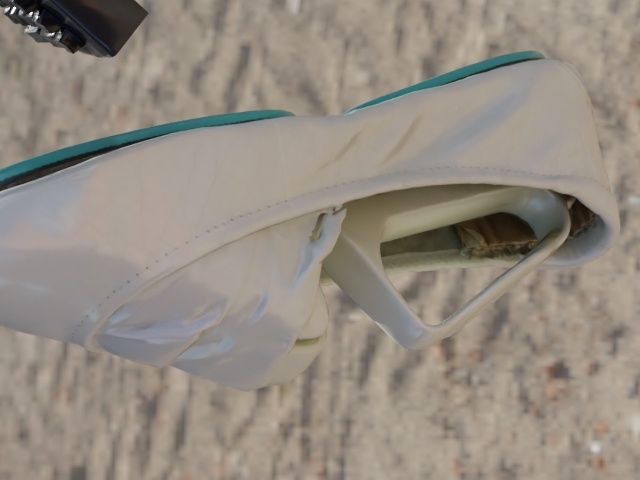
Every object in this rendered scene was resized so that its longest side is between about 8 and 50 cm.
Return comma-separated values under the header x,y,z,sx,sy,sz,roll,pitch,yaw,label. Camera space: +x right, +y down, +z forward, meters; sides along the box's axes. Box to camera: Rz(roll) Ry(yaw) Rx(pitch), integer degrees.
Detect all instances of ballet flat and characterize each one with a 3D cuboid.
x,y,z,sx,sy,sz,roll,pitch,yaw,label
0.000,0.000,0.899,0.139,0.400,0.139,24,121,47,ballet flat

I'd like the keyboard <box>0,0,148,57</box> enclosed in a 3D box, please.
x,y,z,sx,sy,sz,roll,pitch,yaw,label
-0.192,-0.178,0.712,0.033,0.317,0.201,-55,25,-13,keyboard
